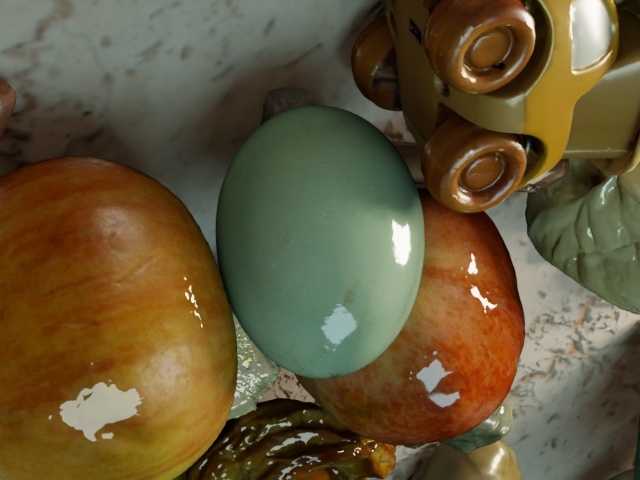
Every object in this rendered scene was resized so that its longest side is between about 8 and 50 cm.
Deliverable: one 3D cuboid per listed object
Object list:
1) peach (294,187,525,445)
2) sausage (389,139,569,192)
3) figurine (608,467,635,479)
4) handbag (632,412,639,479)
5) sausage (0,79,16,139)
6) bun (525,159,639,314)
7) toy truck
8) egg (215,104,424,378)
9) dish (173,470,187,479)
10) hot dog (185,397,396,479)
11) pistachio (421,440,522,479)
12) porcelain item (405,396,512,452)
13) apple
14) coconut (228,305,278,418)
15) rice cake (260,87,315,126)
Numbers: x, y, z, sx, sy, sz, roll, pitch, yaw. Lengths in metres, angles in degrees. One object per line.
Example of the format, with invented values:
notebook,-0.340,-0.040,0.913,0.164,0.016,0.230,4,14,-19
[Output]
peach,0.080,0.079,1.615,0.232,0.232,0.257,-36,143,9
sausage,0.122,-0.065,1.560,0.186,0.043,0.043,4,139,14
figurine,0.471,0.353,2.153,0.394,0.227,0.274,17,94,-46
handbag,0.444,0.246,1.928,0.238,0.089,0.326,11,82,-39
sausage,-0.264,-0.089,1.403,0.034,0.034,0.083,5,130,-32
bun,0.274,-0.046,1.585,0.134,0.220,0.220,6,129,-46
toy truck,0.144,-0.159,1.420,0.212,0.204,0.288,-18,135,-16
egg,0.000,0.000,1.436,0.168,0.230,0.168,-3,153,-2
dish,-0.154,0.248,1.740,0.080,0.149,0.207,-51,163,-17
hot dog,-0.015,0.226,1.728,0.175,0.114,0.259,-46,159,11
pistachio,0.153,0.288,1.946,0.124,0.124,0.185,15,130,-37
porcelain item,0.114,0.177,1.788,0.081,0.069,0.216,-26,165,25
apple,-0.200,0.077,1.425,0.233,0.286,0.286,-17,138,-21
coconut,-0.097,0.102,1.625,0.116,0.122,0.116,-2,97,-14
rice cake,-0.039,-0.046,1.563,0.047,0.036,0.206,-3,133,-17
